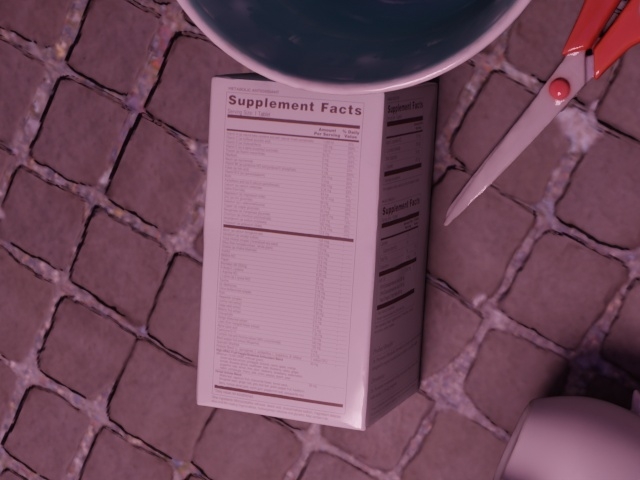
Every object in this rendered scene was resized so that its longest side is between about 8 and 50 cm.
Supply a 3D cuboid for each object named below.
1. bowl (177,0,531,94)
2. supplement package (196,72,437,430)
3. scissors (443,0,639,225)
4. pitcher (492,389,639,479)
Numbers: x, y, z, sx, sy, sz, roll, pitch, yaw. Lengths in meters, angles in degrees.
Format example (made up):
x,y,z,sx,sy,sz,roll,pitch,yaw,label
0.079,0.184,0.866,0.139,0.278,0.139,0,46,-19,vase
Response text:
x,y,z,sx,sy,sz,roll,pitch,yaw,label
0.046,-0.261,1.066,0.311,0.163,0.312,3,98,21,bowl
0.000,0.000,1.132,0.139,0.134,0.244,7,100,20,supplement package
0.193,-0.119,1.105,0.109,0.021,0.297,28,104,13,scissors
0.239,0.169,1.084,0.207,0.125,0.178,23,85,5,pitcher
